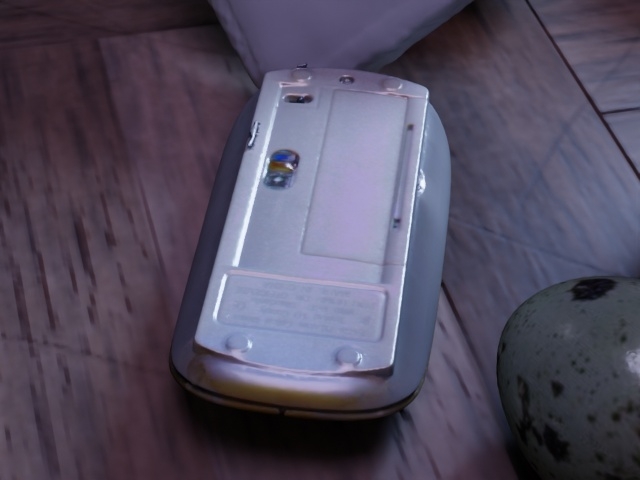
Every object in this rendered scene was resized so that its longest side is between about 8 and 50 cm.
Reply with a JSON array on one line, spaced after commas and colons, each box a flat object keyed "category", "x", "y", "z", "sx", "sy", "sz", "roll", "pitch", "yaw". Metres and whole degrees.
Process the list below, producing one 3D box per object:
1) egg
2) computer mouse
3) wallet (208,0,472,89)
[{"category": "egg", "x": 0.108, "y": 0.056, "z": 0.525, "sx": 0.085, "sy": 0.085, "sz": 0.110, "roll": -21, "pitch": 35, "yaw": -24}, {"category": "computer mouse", "x": 0.000, "y": 0.001, "z": 0.606, "sx": 0.102, "sy": 0.044, "sz": 0.199, "roll": 5, "pitch": 43, "yaw": 4}, {"category": "wallet", "x": -0.013, "y": -0.158, "z": 0.688, "sx": 0.032, "sy": 0.124, "sz": 0.183, "roll": -12, "pitch": 72, "yaw": -59}]
